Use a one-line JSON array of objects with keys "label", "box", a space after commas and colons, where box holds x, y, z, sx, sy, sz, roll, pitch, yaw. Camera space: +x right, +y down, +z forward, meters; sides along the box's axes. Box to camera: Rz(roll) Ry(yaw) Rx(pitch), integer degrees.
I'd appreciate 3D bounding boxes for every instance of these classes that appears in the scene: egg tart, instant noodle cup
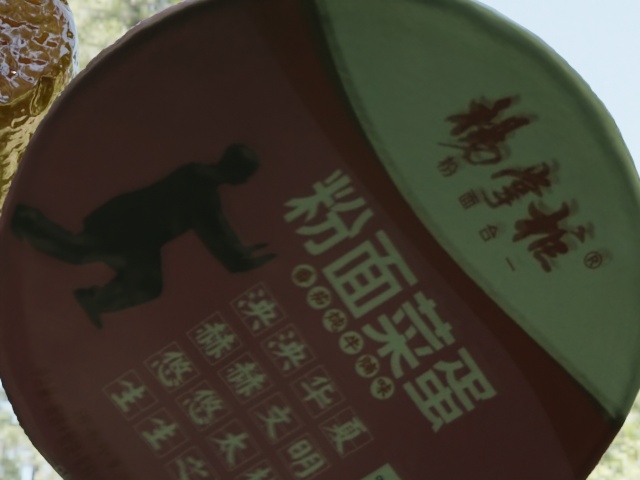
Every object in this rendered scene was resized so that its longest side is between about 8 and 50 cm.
[{"label": "egg tart", "box": [-0.254, -0.103, 0.833, 0.215, 0.215, 0.171, 8, -26, -18]}, {"label": "instant noodle cup", "box": [0.000, 0.000, 0.502, 0.234, 0.235, 0.178, 1, 17, -2]}]
